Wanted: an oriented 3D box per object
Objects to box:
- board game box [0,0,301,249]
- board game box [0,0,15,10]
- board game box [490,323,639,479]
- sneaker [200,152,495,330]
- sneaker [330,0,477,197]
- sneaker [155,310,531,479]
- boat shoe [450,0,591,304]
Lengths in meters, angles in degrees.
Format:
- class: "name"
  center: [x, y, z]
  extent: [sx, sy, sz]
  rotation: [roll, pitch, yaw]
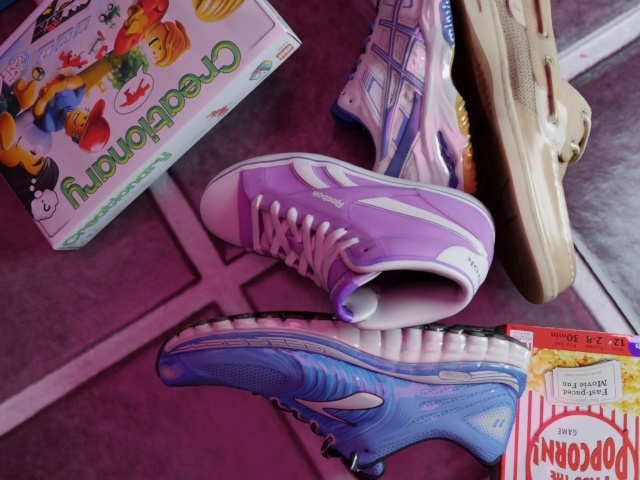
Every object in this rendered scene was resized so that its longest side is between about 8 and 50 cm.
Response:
- class: "board game box"
  center: [-0.193, -0.160, 0.634]
  extent: [0.305, 0.053, 0.193]
  rotation: [-40, 82, 12]
- class: "board game box"
  center: [-0.340, -0.297, 0.650]
  extent: [0.210, 0.160, 0.047]
  rotation: [-36, 81, -6]
- class: "board game box"
  center: [0.237, 0.181, 0.616]
  extent: [0.147, 0.045, 0.193]
  rotation: [4, 80, 1]
- class: "sneaker"
  center: [0.000, -0.001, 0.566]
  extent: [0.282, 0.161, 0.102]
  rotation: [6, 119, 19]
- class: "sneaker"
  center: [0.068, -0.167, 0.645]
  extent: [0.131, 0.112, 0.296]
  rotation: [-8, 80, 11]
- class: "sneaker"
  center: [0.011, 0.138, 0.581]
  extent: [0.330, 0.130, 0.147]
  rotation: [5, 85, 9]
- class: "boat shoe"
  center: [0.203, -0.112, 0.631]
  extent: [0.110, 0.121, 0.341]
  rotation: [-9, 79, 0]
